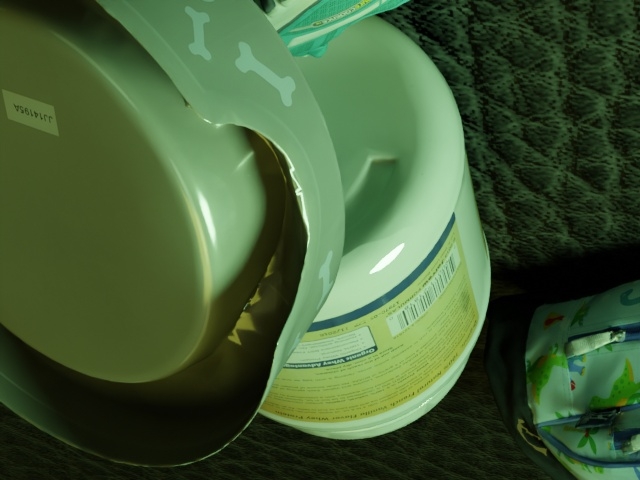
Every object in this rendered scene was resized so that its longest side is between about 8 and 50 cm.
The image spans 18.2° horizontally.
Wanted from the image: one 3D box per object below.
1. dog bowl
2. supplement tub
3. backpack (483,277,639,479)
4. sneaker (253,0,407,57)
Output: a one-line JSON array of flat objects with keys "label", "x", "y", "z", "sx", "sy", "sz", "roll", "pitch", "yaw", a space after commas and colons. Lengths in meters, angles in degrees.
[{"label": "dog bowl", "x": -0.136, "y": -0.041, "z": 1.143, "sx": 0.348, "sy": 0.102, "sz": 0.349, "roll": 23, "pitch": 134, "yaw": 27}, {"label": "supplement tub", "x": 0.000, "y": 0.000, "z": 1.389, "sx": 0.228, "sy": 0.228, "sz": 0.316, "roll": 3, "pitch": 157, "yaw": 11}, {"label": "backpack", "x": 0.347, "y": 0.131, "z": 1.614, "sx": 0.355, "sy": 0.273, "sz": 0.290, "roll": -26, "pitch": 135, "yaw": 35}, {"label": "sneaker", "x": -0.044, "y": -0.128, "z": 1.178, "sx": 0.110, "sy": 0.107, "sz": 0.275, "roll": 8, "pitch": 164, "yaw": -36}]
